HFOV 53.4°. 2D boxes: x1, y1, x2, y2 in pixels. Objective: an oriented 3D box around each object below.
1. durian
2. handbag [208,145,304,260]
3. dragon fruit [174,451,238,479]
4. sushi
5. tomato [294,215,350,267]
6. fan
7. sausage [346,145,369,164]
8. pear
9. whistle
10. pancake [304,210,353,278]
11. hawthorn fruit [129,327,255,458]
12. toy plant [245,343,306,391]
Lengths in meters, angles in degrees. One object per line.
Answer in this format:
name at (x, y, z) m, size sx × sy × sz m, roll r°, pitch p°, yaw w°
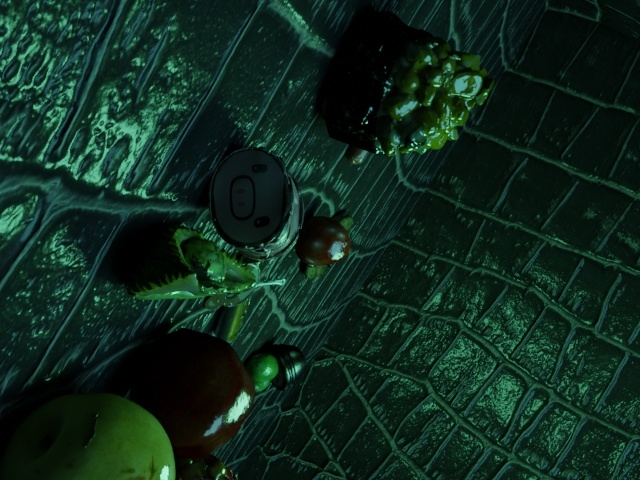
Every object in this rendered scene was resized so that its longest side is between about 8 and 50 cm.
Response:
durian at (-0.234, 0.072, 1.178) m, size 0.157 × 0.170 × 0.355 m, roll -59°, pitch 165°, yaw 4°
handbag at (-0.122, -0.067, 1.221) m, size 0.116 × 0.180 × 0.204 m, roll 17°, pitch 70°, yaw -73°
dragon fruit at (-0.303, 0.594, 1.467) m, size 0.269 × 0.250 × 0.291 m, roll -1°, pitch 154°, yaw -33°
sushi at (0.196, -0.318, 1.446) m, size 0.328 × 0.285 × 0.328 m, roll -58°, pitch 156°, yaw 14°
tomato at (0.000, 0.000, 1.880) m, size 0.167 × 0.167 × 0.167 m, roll -52°, pitch 166°, yaw -19°
fan at (-0.179, 0.109, 1.594) m, size 0.227 × 0.008 × 0.152 m, roll -3°, pitch 130°, yaw -40°
sausage at (0.114, -0.263, 1.847) m, size 0.094 × 0.054 × 0.059 m, roll -58°, pitch 167°, yaw 6°
pear at (-0.412, 0.416, 1.120) m, size 0.309 × 0.309 × 0.309 m, roll -52°, pitch 166°, yaw -19°
whistle at (-0.207, 0.136, 1.655) m, size 0.068 × 0.057 × 0.326 m, roll -11°, pitch 135°, yaw -41°
pancake at (0.026, 0.020, 2.213) m, size 0.294 × 0.050 × 0.294 m, roll -53°, pitch 166°, yaw -19°
hawthorn fruit at (-0.286, 0.355, 1.391) m, size 0.307 × 0.265 × 0.265 m, roll -70°, pitch -175°, yaw -59°
toy plant at (-0.177, 0.473, 2.346) m, size 0.235 × 0.175 × 0.218 m, roll -17°, pitch 152°, yaw -29°
